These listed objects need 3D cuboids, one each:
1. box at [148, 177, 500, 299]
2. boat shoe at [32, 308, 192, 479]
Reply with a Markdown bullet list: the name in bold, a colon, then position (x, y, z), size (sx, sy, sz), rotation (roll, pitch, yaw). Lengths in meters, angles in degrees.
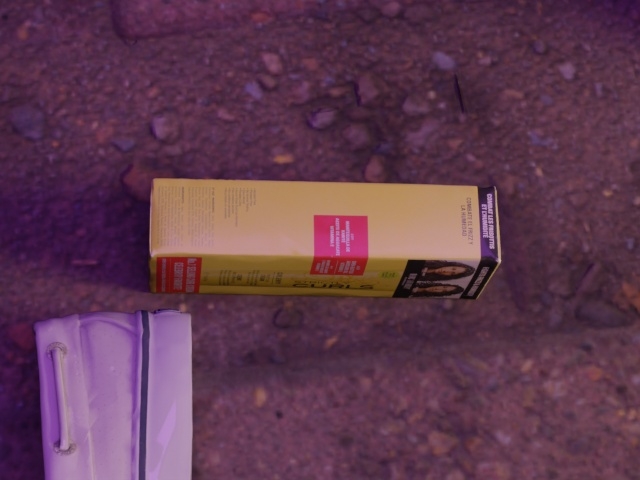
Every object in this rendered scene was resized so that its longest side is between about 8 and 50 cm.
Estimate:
- **box**: position (0.000, 0.000, 1.082), size (0.232, 0.087, 0.058), rotation (2, 70, -6)
- **boat shoe**: position (-0.158, 0.210, 0.962), size (0.157, 0.136, 0.367), rotation (2, 67, -6)
